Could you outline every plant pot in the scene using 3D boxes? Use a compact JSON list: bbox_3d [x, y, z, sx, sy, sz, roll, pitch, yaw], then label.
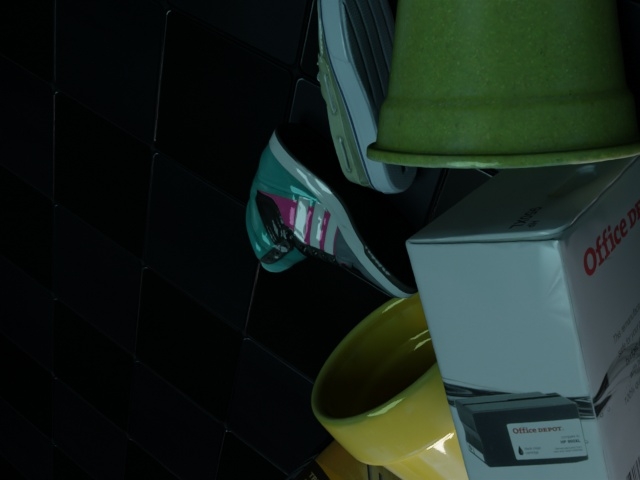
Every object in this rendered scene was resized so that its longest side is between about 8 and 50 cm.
[{"bbox_3d":[0.158,0.219,1.032,0.254,0.254,0.239,-24,113,44],"label":"plant pot"},{"bbox_3d":[0.178,-0.213,0.774,0.276,0.276,0.254,7,106,36],"label":"plant pot"}]

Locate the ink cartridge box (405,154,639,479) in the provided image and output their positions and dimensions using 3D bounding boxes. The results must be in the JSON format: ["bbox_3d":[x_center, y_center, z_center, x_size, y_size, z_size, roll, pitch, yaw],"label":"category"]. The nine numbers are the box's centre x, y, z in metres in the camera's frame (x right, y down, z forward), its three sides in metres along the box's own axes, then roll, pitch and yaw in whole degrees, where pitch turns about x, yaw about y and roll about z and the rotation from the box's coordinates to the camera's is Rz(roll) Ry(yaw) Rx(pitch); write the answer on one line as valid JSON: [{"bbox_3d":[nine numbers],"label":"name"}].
[{"bbox_3d":[0.269,0.122,0.841,0.166,0.285,0.395,-3,111,40],"label":"ink cartridge box"}]

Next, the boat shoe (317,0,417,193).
[{"bbox_3d":[0.039,-0.195,0.980,0.094,0.109,0.302,5,119,39],"label":"boat shoe"}]

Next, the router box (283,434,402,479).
[{"bbox_3d":[0.107,0.413,1.159,0.309,0.243,0.081,50,134,5],"label":"router box"}]

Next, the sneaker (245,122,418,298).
[{"bbox_3d":[0.000,0.000,1.100,0.295,0.123,0.178,50,129,16],"label":"sneaker"}]
